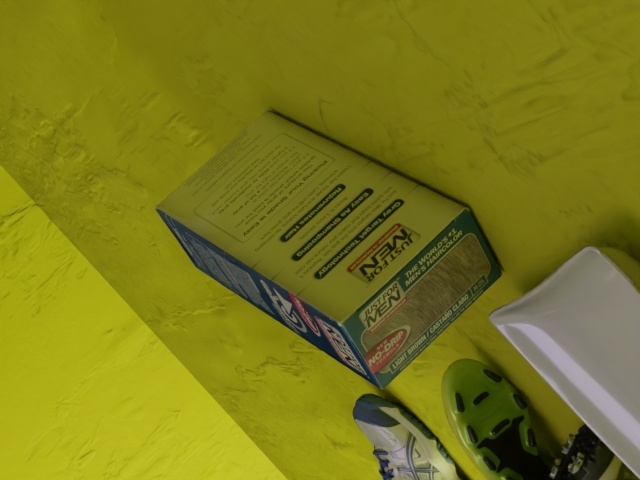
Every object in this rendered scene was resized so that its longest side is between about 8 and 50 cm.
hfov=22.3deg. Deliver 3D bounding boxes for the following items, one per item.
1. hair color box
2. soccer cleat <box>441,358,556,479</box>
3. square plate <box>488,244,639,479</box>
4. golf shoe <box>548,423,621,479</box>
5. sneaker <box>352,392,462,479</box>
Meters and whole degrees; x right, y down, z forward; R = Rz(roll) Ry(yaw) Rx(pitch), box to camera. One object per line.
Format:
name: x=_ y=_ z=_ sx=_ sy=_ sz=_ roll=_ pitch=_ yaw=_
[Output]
hair color box: x=0.000 y=0.000 z=1.655 sx=0.347 sy=0.174 sz=0.105 roll=30 pitch=157 yaw=49
soccer cleat: x=0.216 y=0.250 z=1.874 sx=0.289 sy=0.093 sz=0.121 roll=51 pitch=163 yaw=-20
square plate: x=0.316 y=0.150 z=1.411 sx=0.344 sy=0.049 sz=0.347 roll=46 pitch=166 yaw=3
golf shoe: x=0.290 y=0.297 z=1.743 sx=0.120 sy=0.105 sz=0.272 roll=20 pitch=136 yaw=6
sneaker: x=0.133 y=0.355 z=2.325 sx=0.296 sy=0.131 sz=0.112 roll=49 pitch=168 yaw=-2
